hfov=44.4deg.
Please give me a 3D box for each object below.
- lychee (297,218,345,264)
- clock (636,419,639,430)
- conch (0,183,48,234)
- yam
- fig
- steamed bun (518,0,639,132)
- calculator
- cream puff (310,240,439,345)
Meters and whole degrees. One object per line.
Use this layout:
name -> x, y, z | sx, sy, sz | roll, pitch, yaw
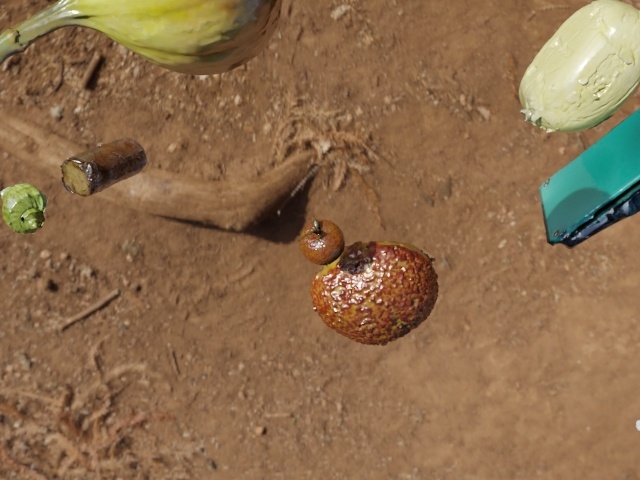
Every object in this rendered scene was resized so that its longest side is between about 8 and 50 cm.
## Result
lychee -> 0.004, 0.004, 1.729 | 0.101, 0.114, 0.140 | 21, 152, 0
clock -> 0.468, 0.179, 0.974 | 0.080, 0.117, 0.176 | 22, 156, 0
conch -> -0.555, -0.064, 1.470 | 0.089, 0.121, 0.074 | -39, 151, -11
yam -> -0.381, -0.130, 1.382 | 0.079, 0.141, 0.079 | 14, 119, 26
fig -> -0.115, -0.169, 0.557 | 0.143, 0.230, 0.160 | 38, 157, 3
steamed bun -> 0.503, -0.305, 1.460 | 0.166, 0.232, 0.273 | 34, 105, -14
calculator -> 0.506, -0.109, 1.363 | 0.058, 0.248, 0.274 | 42, 115, -13
cream puff -> 0.137, 0.141, 1.957 | 0.351, 0.228, 0.350 | -1, 150, 0
